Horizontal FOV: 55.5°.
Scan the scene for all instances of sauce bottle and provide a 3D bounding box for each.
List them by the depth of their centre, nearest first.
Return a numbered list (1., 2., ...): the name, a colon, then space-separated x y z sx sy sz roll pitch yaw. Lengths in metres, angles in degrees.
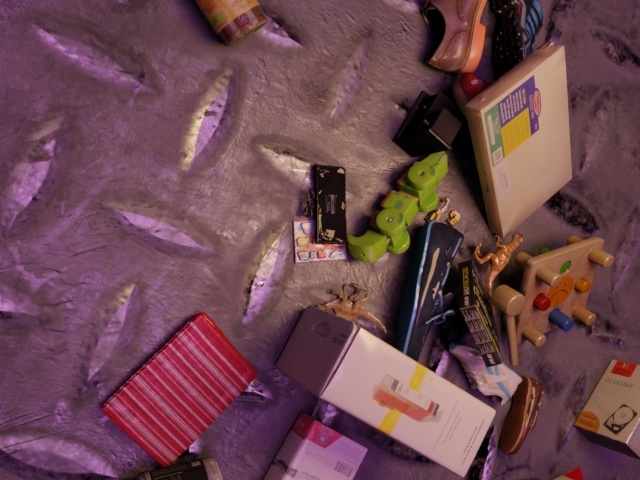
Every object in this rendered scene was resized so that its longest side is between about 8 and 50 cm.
1. sauce bottle: -0.243 -0.564 1.223 0.111 0.111 0.344 -39 103 -19

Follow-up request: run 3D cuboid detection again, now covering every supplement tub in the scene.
1. supplement tub: -0.294 0.507 1.204 0.190 0.117 0.117 -5 93 -23

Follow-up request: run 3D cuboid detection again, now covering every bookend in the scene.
1. bookend: 0.269 -0.284 1.424 0.072 0.157 0.156 36 77 -20

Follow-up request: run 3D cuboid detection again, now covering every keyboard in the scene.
1. keyboard: 0.008 -0.082 1.377 0.108 0.023 0.180 2 84 -30

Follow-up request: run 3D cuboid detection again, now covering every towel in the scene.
1. towel: -0.283 0.305 1.255 0.275 0.031 0.199 -44 109 -15

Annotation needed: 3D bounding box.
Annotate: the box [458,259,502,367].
1. box: 0.381 0.173 1.459 0.191 0.045 0.184 61 26 -26

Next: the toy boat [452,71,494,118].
1. toy boat: 0.435 -0.352 1.468 0.231 0.151 0.151 4 53 -36

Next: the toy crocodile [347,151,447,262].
1. toy crocodile: 0.192 -0.083 1.427 0.340 0.105 0.115 -53 150 -16

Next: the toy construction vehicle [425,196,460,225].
1. toy construction vehicle: 0.309 -0.046 1.509 0.086 0.035 0.098 44 74 -18

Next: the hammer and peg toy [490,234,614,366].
1. hammer and peg toy: 0.551 0.144 1.528 0.361 0.127 0.266 -16 124 -24

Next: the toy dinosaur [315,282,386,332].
1. toy dinosaur: 0.076 0.151 1.410 0.183 0.053 0.093 17 99 -16

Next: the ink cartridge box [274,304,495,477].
1. ink cartridge box: 0.127 0.315 1.302 0.384 0.279 0.160 35 79 -20

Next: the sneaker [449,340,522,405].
1. sneaker: 0.407 0.332 1.530 0.228 0.087 0.092 36 82 -17

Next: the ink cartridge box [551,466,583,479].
1. ink cartridge box: 0.677 0.813 1.630 0.271 0.130 0.309 -17 97 -24

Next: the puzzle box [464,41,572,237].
1. puzzle box: 0.492 -0.231 1.469 0.272 0.052 0.409 -38 133 -14

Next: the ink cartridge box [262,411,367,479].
1. ink cartridge box: -0.022 0.515 1.338 0.158 0.092 0.218 35 75 -20

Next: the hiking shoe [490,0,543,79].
1. hiking shoe: 0.522 -0.534 1.556 0.132 0.113 0.304 -3 92 -23

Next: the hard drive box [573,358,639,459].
1. hard drive box: 0.842 0.460 1.672 0.089 0.181 0.232 43 73 -17

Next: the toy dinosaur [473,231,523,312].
1. toy dinosaur: 0.431 0.057 1.506 0.112 0.064 0.211 29 83 15

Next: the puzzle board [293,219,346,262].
1. puzzle board: 0.000 0.000 1.386 0.128 0.011 0.096 -4 92 -24

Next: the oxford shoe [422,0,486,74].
1. oxford shoe: 0.324 -0.591 1.465 0.132 0.130 0.364 3 89 -18

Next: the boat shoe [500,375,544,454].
1. boat shoe: 0.537 0.464 1.594 0.073 0.073 0.207 26 81 -20

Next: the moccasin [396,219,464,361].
1. moccasin: 0.266 0.125 1.426 0.116 0.138 0.342 15 88 -7
